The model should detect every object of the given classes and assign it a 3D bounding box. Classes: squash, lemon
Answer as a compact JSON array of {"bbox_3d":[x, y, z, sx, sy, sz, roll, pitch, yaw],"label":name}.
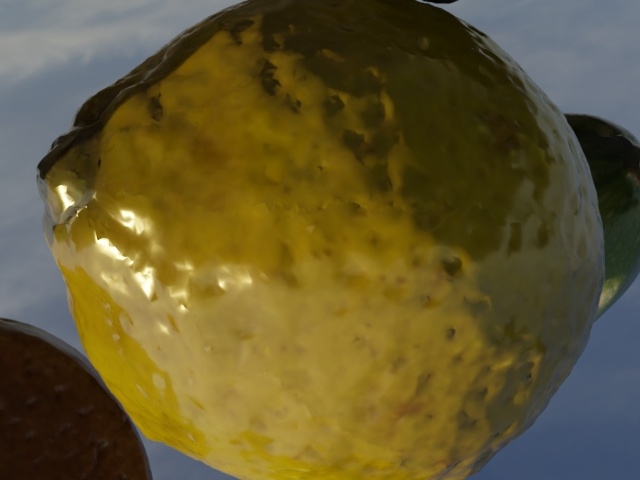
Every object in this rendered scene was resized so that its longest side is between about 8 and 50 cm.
[{"bbox_3d":[0.230,-0.027,0.990,0.311,0.309,0.310,9,-124,-14],"label":"squash"},{"bbox_3d":[0.000,0.000,0.574,0.387,0.349,0.350,19,-177,-44],"label":"lemon"}]

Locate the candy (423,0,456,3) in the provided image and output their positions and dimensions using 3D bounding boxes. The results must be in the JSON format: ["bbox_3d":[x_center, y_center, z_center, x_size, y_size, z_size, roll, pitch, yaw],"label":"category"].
[{"bbox_3d":[0.151,-0.252,0.575,0.234,0.102,0.104,-19,-134,9],"label":"candy"}]

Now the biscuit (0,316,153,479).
[{"bbox_3d":[-0.308,0.257,0.645,0.394,0.350,0.070,-30,-176,-22],"label":"biscuit"}]
